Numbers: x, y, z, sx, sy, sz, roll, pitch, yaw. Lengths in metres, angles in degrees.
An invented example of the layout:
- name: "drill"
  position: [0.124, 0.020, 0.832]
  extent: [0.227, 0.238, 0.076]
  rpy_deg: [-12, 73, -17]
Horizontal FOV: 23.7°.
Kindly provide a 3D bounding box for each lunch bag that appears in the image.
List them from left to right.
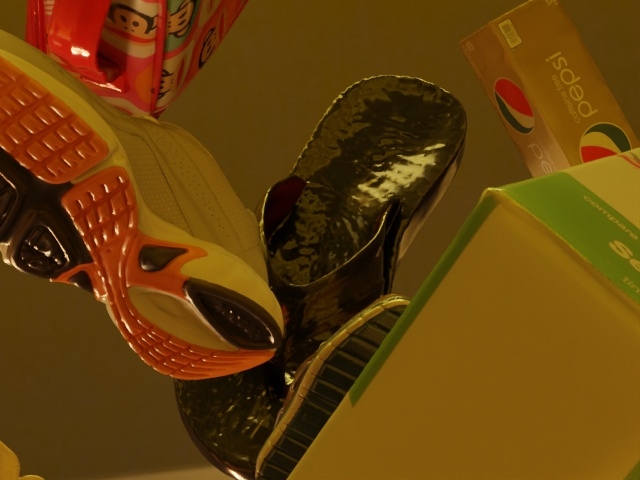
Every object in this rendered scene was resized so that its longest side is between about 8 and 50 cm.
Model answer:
- name: "lunch bag"
  position: [-0.088, -0.202, 0.894]
  extent: [0.258, 0.120, 0.293]
  rpy_deg: [-62, 177, -27]

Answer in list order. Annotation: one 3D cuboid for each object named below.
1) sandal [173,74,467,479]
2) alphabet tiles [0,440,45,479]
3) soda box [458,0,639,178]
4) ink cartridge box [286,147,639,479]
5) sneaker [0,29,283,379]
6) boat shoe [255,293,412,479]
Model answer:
- name: "sandal"
  position: [-0.002, -0.002, 1.261]
  extent: [0.107, 0.167, 0.446]
  rpy_deg: [86, 22, -48]
- name: "alphabet tiles"
  position: [-0.343, 0.263, 1.189]
  extent: [0.284, 0.278, 0.021]
  rpy_deg: [41, -8, 0]
- name: "soda box"
  position: [0.174, -0.080, 1.078]
  extent: [0.181, 0.058, 0.061]
  rpy_deg: [61, -19, -2]
- name: "ink cartridge box"
  position: [0.092, 0.053, 0.526]
  extent: [0.093, 0.212, 0.154]
  rpy_deg: [40, -64, 17]
- name: "sneaker"
  position: [-0.118, -0.034, 0.824]
  extent: [0.262, 0.099, 0.121]
  rpy_deg: [49, 25, -40]
- name: "boat shoe"
  position: [0.010, 0.099, 1.064]
  extent: [0.183, 0.066, 0.066]
  rpy_deg: [-51, -164, 22]
